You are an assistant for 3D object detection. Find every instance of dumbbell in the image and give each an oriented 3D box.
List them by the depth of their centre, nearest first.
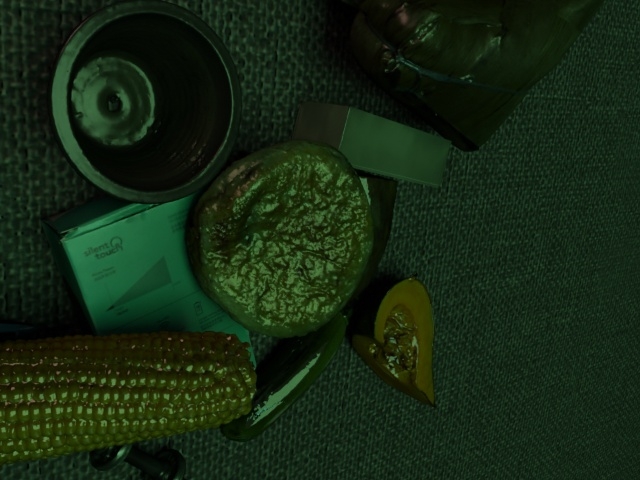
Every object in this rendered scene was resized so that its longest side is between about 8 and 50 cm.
[{"bbox_3d":[-0.272,0.327,0.977,0.081,0.082,0.254,-51,128,-13],"label":"dumbbell"}]

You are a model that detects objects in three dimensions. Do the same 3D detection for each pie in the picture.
[{"bbox_3d":[-0.043,-0.002,0.893,0.277,0.078,0.277,-10,113,-26],"label":"pie"}]

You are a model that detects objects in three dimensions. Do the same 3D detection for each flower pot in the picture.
[{"bbox_3d":[-0.233,-0.168,0.808,0.235,0.148,0.235,-9,106,-36],"label":"flower pot"}]

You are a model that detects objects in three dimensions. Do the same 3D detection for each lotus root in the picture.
[{"bbox_3d":[-0.012,0.011,1.032,0.267,0.149,0.260,6,100,-34],"label":"lotus root"}]

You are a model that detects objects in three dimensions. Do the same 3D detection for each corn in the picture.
[{"bbox_3d":[-0.273,0.179,0.765,0.387,0.144,0.144,-2,106,-16],"label":"corn"}]

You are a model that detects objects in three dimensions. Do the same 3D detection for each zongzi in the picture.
[{"bbox_3d":[0.255,-0.339,0.968,0.393,0.174,0.356,-43,147,23],"label":"zongzi"}]

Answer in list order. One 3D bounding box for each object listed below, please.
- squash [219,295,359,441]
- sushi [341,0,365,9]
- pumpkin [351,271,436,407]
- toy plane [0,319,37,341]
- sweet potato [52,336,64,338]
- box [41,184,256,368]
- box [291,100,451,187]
[{"bbox_3d":[-0.041,0.211,1.111,0.331,0.087,0.087,-46,126,-18],"label":"squash"},{"bbox_3d":[0.088,-0.397,1.011,0.273,0.134,0.109,10,114,-55],"label":"sushi"},{"bbox_3d":[0.152,0.173,1.241,0.278,0.111,0.163,51,59,-35],"label":"pumpkin"},{"bbox_3d":[-0.445,0.097,0.767,0.169,0.078,0.246,-56,158,13],"label":"toy plane"},{"bbox_3d":[-0.440,0.195,0.823,0.269,0.075,0.074,-27,119,-38],"label":"sweet potato"},{"bbox_3d":[-0.229,0.080,0.908,0.205,0.118,0.311,-27,119,-30],"label":"box"},{"bbox_3d":[0.082,-0.153,1.057,0.225,0.129,0.086,8,99,-37],"label":"box"}]
